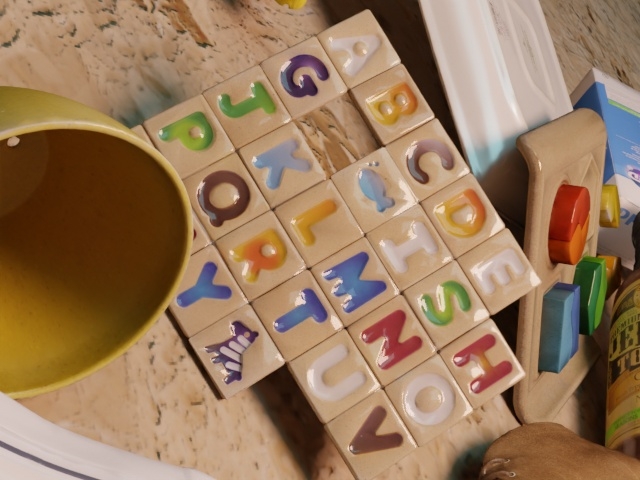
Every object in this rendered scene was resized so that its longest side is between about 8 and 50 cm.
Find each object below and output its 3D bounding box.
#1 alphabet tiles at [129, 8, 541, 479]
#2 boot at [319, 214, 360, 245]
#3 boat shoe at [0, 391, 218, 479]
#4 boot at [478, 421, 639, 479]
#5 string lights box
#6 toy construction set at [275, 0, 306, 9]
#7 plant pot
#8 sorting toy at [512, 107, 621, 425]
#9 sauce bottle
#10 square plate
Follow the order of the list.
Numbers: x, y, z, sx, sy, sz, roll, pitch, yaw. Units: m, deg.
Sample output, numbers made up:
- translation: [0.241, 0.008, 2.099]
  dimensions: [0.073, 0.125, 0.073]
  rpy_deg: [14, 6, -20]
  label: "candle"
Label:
- translation: [0.009, 0.006, 0.619]
  dimensions: [0.198, 0.009, 0.237]
  rpy_deg: [-30, 84, -18]
  label: "alphabet tiles"
- translation: [0.000, 0.001, 0.698]
  dimensions: [0.099, 0.045, 0.121]
  rpy_deg: [52, -13, 44]
  label: "boot"
- translation: [-0.106, 0.118, 0.420]
  dimensions: [0.226, 0.083, 0.076]
  rpy_deg: [30, 49, -18]
  label: "boat shoe"
- translation: [0.122, 0.187, 0.676]
  dimensions: [0.115, 0.112, 0.305]
  rpy_deg: [36, 23, 31]
  label: "boot"
- translation: [0.352, -0.076, 1.220]
  dimensions: [0.133, 0.077, 0.260]
  rpy_deg: [25, 38, -13]
  label: "string lights box"
- translation: [-0.033, -0.321, 0.875]
  dimensions: [0.215, 0.151, 0.328]
  rpy_deg: [19, 32, -11]
  label: "toy construction set"
- translation: [-0.136, -0.013, 0.464]
  dimensions: [0.134, 0.134, 0.095]
  rpy_deg: [20, 20, -45]
  label: "plant pot"
- translation: [0.228, 0.005, 0.930]
  dimensions: [0.307, 0.041, 0.229]
  rpy_deg: [-26, 116, -60]
  label: "sorting toy"
- translation: [0.309, 0.096, 0.959]
  dimensions: [0.111, 0.111, 0.344]
  rpy_deg: [42, 37, -21]
  label: "sauce bottle"
- translation: [0.175, -0.167, 1.009]
  dimensions: [0.344, 0.049, 0.347]
  rpy_deg: [22, 52, -61]
  label: "square plate"
